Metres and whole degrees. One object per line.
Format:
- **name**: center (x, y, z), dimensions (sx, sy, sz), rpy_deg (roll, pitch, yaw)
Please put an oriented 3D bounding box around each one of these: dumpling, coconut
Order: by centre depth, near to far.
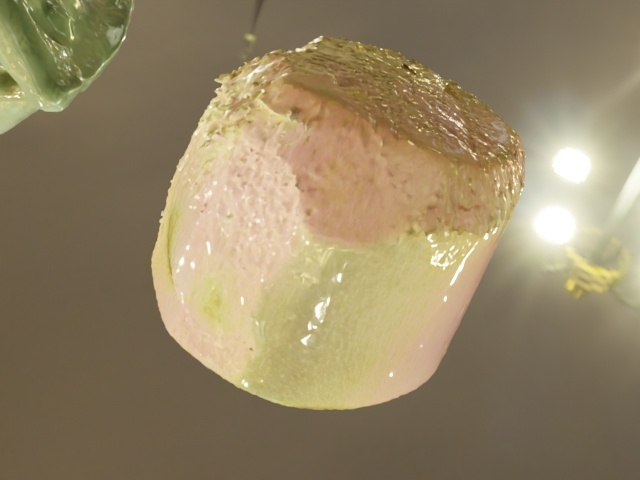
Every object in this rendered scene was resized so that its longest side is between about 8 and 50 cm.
- **dumpling**: center (-0.167, -0.139, 0.641), dimensions (0.149, 0.105, 0.217), rpy_deg (-40, -113, -18)
- **coconut**: center (0.000, 0.000, 0.903), dimensions (0.233, 0.245, 0.233), rpy_deg (21, -152, -12)
